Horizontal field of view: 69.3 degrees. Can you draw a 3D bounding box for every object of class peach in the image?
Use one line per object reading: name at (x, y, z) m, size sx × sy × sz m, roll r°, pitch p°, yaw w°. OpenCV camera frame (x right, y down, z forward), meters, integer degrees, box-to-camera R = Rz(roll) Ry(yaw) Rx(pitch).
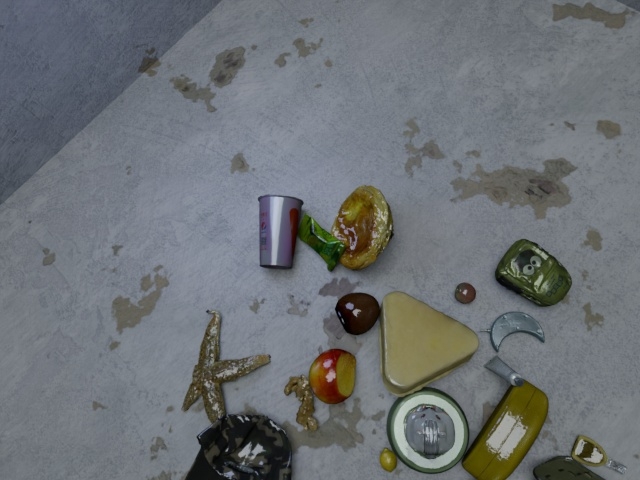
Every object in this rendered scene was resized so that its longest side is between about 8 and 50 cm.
peach at (0.557, 0.202, 1.776) m, size 0.083 × 0.083 × 0.083 m, roll -3°, pitch 71°, yaw 9°
peach at (0.053, 0.498, 1.709) m, size 0.192 × 0.190 × 0.190 m, roll -36°, pitch 69°, yaw 5°

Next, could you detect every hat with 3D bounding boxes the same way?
hat at (-0.312, 0.840, 1.697) m, size 0.366 × 0.257 × 0.381 m, roll 34°, pitch 116°, yaw 3°

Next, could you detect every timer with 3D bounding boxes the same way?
timer at (0.360, 0.631, 1.538) m, size 0.291 × 0.315 × 0.290 m, roll -3°, pitch 69°, yaw 9°

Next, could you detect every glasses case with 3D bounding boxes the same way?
glasses case at (0.633, 0.648, 1.556) m, size 0.141 × 0.173 × 0.371 m, roll 34°, pitch 80°, yaw 22°

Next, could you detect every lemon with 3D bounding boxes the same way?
lemon at (0.240, 0.778, 1.642) m, size 0.062 × 0.062 × 0.083 m, roll -12°, pitch 73°, yaw 6°

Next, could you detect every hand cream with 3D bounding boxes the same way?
hand cream at (0.645, 0.459, 1.626) m, size 0.067 × 0.194 × 0.042 m, roll -42°, pitch 101°, yaw -2°

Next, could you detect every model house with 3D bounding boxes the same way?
model house at (0.794, 0.886, 1.483) m, size 0.205 × 0.218 × 0.278 m, roll -2°, pitch 105°, yaw -30°

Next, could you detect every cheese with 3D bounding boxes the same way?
cheese at (0.933, 0.727, 1.549) m, size 0.162 × 0.036 × 0.086 m, roll 25°, pitch 78°, yaw 18°
cheese at (0.338, 0.394, 1.675) m, size 0.384 × 0.104 × 0.384 m, roll 1°, pitch 52°, yaw -2°

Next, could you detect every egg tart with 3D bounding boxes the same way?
egg tart at (0.181, -0.048, 1.860) m, size 0.150 × 0.352 × 0.351 m, roll 10°, pitch 66°, yaw -33°

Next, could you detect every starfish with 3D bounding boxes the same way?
starfish at (-0.386, 0.518, 1.841) m, size 0.324 × 0.082 × 0.432 m, roll 14°, pitch 72°, yaw 18°

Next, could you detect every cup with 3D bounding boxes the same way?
cup at (-0.177, -0.030, 1.943) m, size 0.203 × 0.203 × 0.288 m, roll 2°, pitch 78°, yaw 11°

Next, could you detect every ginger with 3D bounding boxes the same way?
ginger at (-0.069, 0.604, 1.747) m, size 0.193 × 0.052 × 0.176 m, roll 28°, pitch 108°, yaw 29°

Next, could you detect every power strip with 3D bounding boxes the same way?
power strip at (0.708, 0.336, 1.721) m, size 0.216 × 0.044 × 0.137 m, roll -12°, pitch 69°, yaw 6°

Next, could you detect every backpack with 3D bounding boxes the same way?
backpack at (0.796, 0.130, 1.732) m, size 0.253 × 0.140 × 0.207 m, roll 38°, pitch 81°, yaw 13°

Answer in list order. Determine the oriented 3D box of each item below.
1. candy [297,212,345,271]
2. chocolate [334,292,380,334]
candy at (0.000, 0.000, 1.923) m, size 0.246 × 0.149 × 0.069 m, roll 42°, pitch 39°, yaw 21°
chocolate at (0.148, 0.277, 1.790) m, size 0.177 × 0.177 × 0.176 m, roll -3°, pitch 71°, yaw 9°
